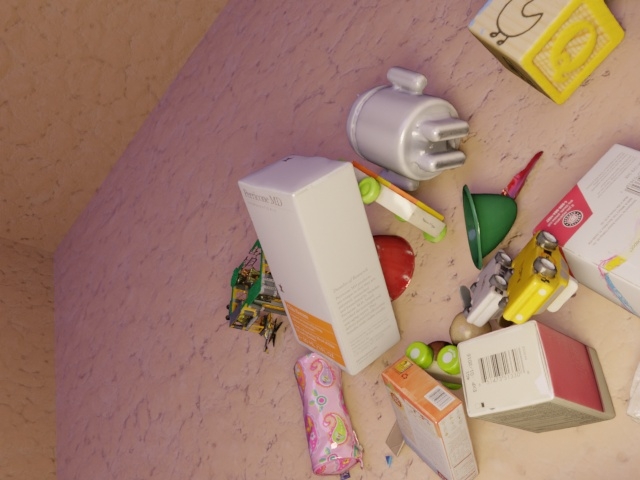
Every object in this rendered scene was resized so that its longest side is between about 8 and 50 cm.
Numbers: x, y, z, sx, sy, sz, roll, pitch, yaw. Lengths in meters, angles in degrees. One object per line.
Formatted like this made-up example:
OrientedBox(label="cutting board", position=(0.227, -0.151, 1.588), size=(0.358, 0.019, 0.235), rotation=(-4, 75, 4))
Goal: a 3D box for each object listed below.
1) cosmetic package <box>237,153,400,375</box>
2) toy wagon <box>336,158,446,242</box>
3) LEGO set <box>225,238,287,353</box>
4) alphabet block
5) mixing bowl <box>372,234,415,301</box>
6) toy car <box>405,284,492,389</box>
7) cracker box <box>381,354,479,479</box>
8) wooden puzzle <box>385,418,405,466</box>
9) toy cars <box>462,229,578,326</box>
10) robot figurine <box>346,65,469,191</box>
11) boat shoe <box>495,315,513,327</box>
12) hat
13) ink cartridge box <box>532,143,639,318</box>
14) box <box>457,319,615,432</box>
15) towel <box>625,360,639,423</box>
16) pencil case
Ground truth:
OrientedBox(label="cosmetic package", position=(0.003, 0.050, 1.296), size=(0.162, 0.452, 0.230), rotation=(-31, 27, -27))
OrientedBox(label="toy wagon", position=(0.139, -0.111, 1.359), size=(0.068, 0.267, 0.344), rotation=(-57, 40, 8))
OrientedBox(label="LEGO set", position=(-0.119, 0.132, 1.616), size=(0.331, 0.192, 0.254), rotation=(-55, 29, 39))
OrientedBox(label="alphabet block", position=(0.469, -0.439, 1.218), size=(0.192, 0.194, 0.197), rotation=(-52, 42, 19))
OrientedBox(label="mixing bowl", position=(0.130, 0.058, 1.420), size=(0.182, 0.098, 0.181), rotation=(-22, 57, 39))
OrientedBox(label="toy car", position=(0.281, 0.190, 1.157), size=(0.149, 0.155, 0.188), rotation=(-3, 60, 47))
OrientedBox(label="cracker box", position=(0.209, 0.347, 1.096), size=(0.067, 0.232, 0.156), rotation=(-33, 37, -18))
OrientedBox(label="wooden puzzle", position=(0.169, 0.420, 1.247), size=(0.116, 0.014, 0.078), rotation=(-62, 15, 8))
OrientedBox(label="toy cars", position=(0.342, 0.083, 0.998), size=(0.176, 0.087, 0.393), rotation=(-56, -5, -8))
OrientedBox(label="robot figurine", position=(0.199, -0.267, 1.424), size=(0.353, 0.200, 0.299), rotation=(35, 127, 49))
OrientedBox(label="boat shoe", position=(0.383, 0.108, 1.160), size=(0.135, 0.050, 0.045), rotation=(-63, 27, 1))
OrientedBox(label="hat", position=(0.398, -0.054, 1.197), size=(0.184, 0.208, 0.173), rotation=(-10, 17, 7))
OrientedBox(label="ink cartridge box", position=(0.542, 0.003, 0.928), size=(0.226, 0.131, 0.306), rotation=(-44, 42, -3))
OrientedBox(label="box", position=(0.361, 0.235, 0.971), size=(0.149, 0.232, 0.126), rotation=(-28, 53, 37))
OrientedBox(label="towel", position=(0.606, 0.217, 0.832), size=(0.282, 0.049, 0.187), rotation=(12, 69, 49))
OrientedBox(label="pencil case", position=(0.015, 0.406, 1.364), size=(0.124, 0.124, 0.284), rotation=(-39, 47, 29))
